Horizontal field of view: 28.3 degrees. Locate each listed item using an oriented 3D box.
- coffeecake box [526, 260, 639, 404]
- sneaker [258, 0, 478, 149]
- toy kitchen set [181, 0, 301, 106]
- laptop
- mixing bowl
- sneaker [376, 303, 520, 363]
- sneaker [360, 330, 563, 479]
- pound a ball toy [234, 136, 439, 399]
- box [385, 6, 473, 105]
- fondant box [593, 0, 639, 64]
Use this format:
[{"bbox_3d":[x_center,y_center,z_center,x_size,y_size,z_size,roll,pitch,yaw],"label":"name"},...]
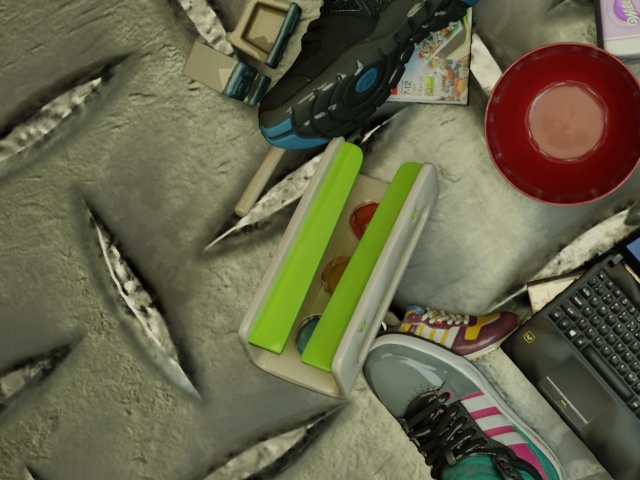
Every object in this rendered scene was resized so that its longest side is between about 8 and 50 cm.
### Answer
[{"bbox_3d":[0.344,0.099,1.469,0.185,0.068,0.142,-13,90,9],"label":"coffeecake box"},{"bbox_3d":[0.042,-0.240,1.428,0.139,0.125,0.341,41,75,19],"label":"sneaker"},{"bbox_3d":[-0.049,-0.254,1.467,0.122,0.166,0.207,25,95,7],"label":"toy kitchen set"},{"bbox_3d":[0.366,0.123,1.362,0.264,0.136,0.234,-41,86,8],"label":"laptop"},{"bbox_3d":[0.280,-0.134,1.452,0.181,0.098,0.181,1,98,11],"label":"mixing bowl"},{"bbox_3d":[0.140,0.107,1.498,0.185,0.069,0.084,-22,94,8],"label":"sneaker"},{"bbox_3d":[0.152,0.241,1.413,0.295,0.178,0.124,40,114,-9],"label":"sneaker"},{"bbox_3d":[0.000,0.000,1.466,0.208,0.136,0.319,18,68,17],"label":"pound a ball toy"},{"bbox_3d":[0.125,-0.265,1.507,0.114,0.036,0.207,3,92,9],"label":"box"},{"bbox_3d":[0.471,-0.335,1.426,0.330,0.096,0.238,-6,91,10],"label":"fondant box"}]
